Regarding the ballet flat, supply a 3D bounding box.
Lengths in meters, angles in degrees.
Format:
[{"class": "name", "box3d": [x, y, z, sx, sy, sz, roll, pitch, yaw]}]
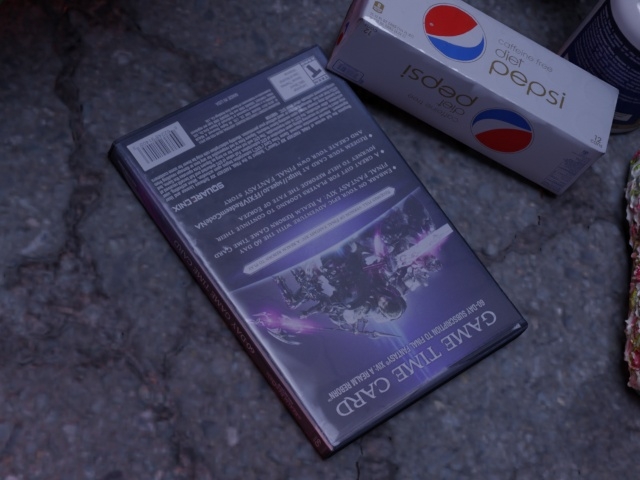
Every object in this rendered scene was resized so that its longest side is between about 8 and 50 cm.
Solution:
[{"class": "ballet flat", "box3d": [0.281, 0.015, 1.378, 0.091, 0.077, 0.241, 12, 60, -13]}]

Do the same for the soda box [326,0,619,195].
[{"class": "soda box", "box3d": [0.118, -0.125, 1.383, 0.216, 0.069, 0.074, 28, 52, -11]}]

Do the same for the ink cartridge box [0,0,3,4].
[{"class": "ink cartridge box", "box3d": [-0.382, -0.224, 1.207, 0.289, 0.121, 0.211, -16, 87, -27]}]

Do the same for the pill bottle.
[{"class": "pill bottle", "box3d": [0.258, -0.163, 1.407, 0.094, 0.169, 0.094, 8, 62, -16]}]

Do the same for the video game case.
[{"class": "video game case", "box3d": [0.000, 0.000, 1.313, 0.196, 0.026, 0.274, -29, 77, -30]}]
